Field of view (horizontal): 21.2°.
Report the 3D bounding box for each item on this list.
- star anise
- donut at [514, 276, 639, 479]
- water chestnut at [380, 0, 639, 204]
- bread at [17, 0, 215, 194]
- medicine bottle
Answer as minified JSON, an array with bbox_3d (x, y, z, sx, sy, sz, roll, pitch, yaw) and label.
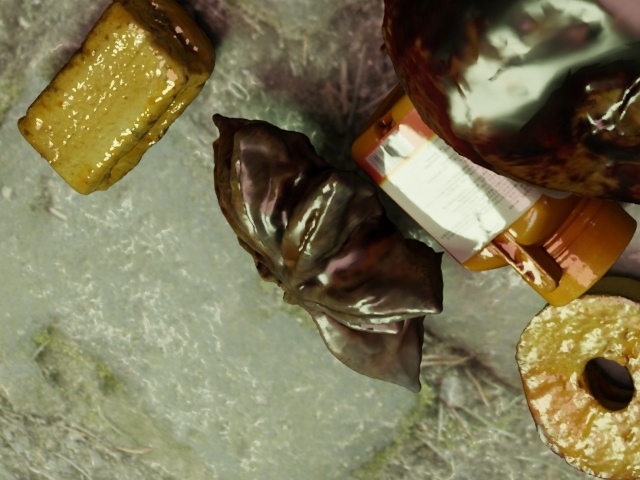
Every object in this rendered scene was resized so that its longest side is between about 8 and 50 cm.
[{"bbox_3d":[0.014,0.012,1.486,0.315,0.108,0.315,41,162,16],"label":"star anise"},{"bbox_3d":[0.266,0.117,1.532,0.174,0.074,0.190,-28,102,35],"label":"donut"},{"bbox_3d":[0.224,-0.192,1.242,0.350,0.302,0.350,4,153,2],"label":"water chestnut"},{"bbox_3d":[-0.185,-0.135,1.566,0.114,0.083,0.211,47,127,-2],"label":"bread"},{"bbox_3d":[0.151,-0.056,1.425,0.222,0.149,0.112,43,129,-6],"label":"medicine bottle"}]
